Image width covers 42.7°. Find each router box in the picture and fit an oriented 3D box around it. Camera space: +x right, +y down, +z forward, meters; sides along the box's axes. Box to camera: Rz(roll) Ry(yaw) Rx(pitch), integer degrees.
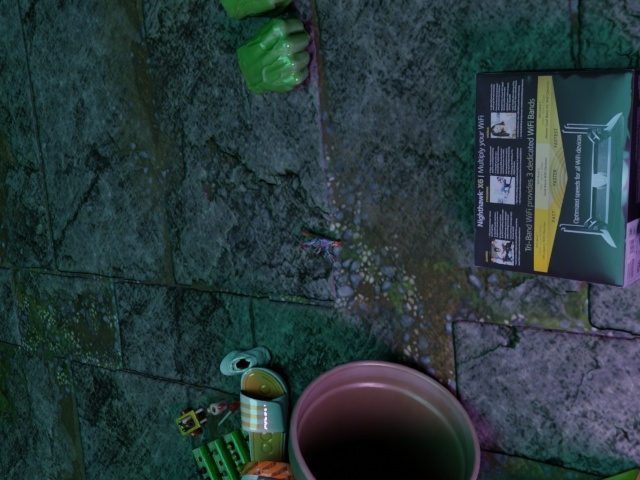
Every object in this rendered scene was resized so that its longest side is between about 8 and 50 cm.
[{"bbox_3d":[0.355,-0.100,1.225,0.243,0.081,0.309,9,106,39],"label":"router box"}]

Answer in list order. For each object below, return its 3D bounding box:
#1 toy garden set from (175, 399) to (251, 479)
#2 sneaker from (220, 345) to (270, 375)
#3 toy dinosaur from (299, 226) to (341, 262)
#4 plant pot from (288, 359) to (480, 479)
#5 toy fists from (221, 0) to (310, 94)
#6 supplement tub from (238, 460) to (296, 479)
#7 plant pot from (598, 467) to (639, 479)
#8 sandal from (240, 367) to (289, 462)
[{"bbox_3d":[-0.235,0.462,1.886,0.244,0.049,0.204,-34,78,40],"label":"toy garden set"},{"bbox_3d":[-0.178,0.265,1.785,0.152,0.061,0.053,-24,86,43],"label":"sneaker"},{"bbox_3d":[0.000,0.000,1.584,0.082,0.047,0.090,-22,75,23],"label":"toy dinosaur"},{"bbox_3d":[0.088,0.423,1.458,0.323,0.323,0.280,40,139,27],"label":"plant pot"},{"bbox_3d":[-0.096,-0.415,1.533,0.142,0.096,0.279,-11,94,52],"label":"toy fists"},{"bbox_3d":[-0.104,0.626,1.630,0.207,0.207,0.338,-20,52,42],"label":"supplement tub"},{"bbox_3d":[0.424,0.507,1.238,0.212,0.212,0.187,-37,88,40],"label":"plant pot"},{"bbox_3d":[-0.115,0.398,1.730,0.102,0.076,0.265,-3,105,7],"label":"sandal"}]
